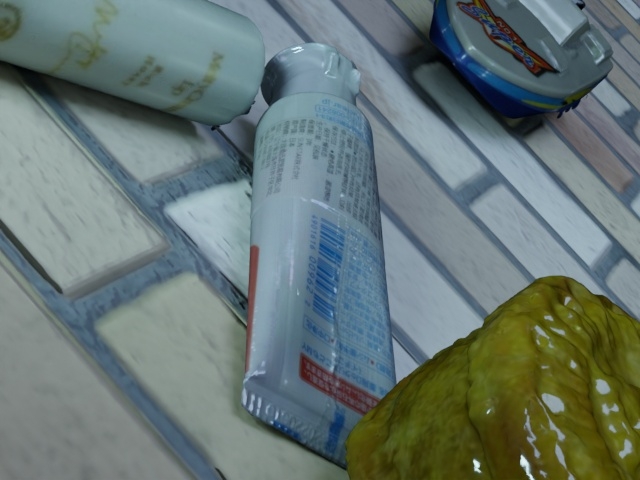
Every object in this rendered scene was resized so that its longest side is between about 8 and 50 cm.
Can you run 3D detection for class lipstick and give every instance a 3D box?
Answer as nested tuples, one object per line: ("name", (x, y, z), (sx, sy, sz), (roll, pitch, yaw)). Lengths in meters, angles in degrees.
("lipstick", (-0.128, -0.102, 0.563), (0.264, 0.059, 0.059), (14, 39, -50))

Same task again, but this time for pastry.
("pastry", (0.098, 0.108, 0.523), (0.188, 0.103, 0.189), (37, 31, -27))

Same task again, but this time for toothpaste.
("toothpaste", (0.000, 0.000, 0.620), (0.089, 0.057, 0.234), (33, 34, -30))

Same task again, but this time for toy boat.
("toy boat", (0.148, -0.150, 1.039), (0.129, 0.088, 0.295), (48, 24, 6))
